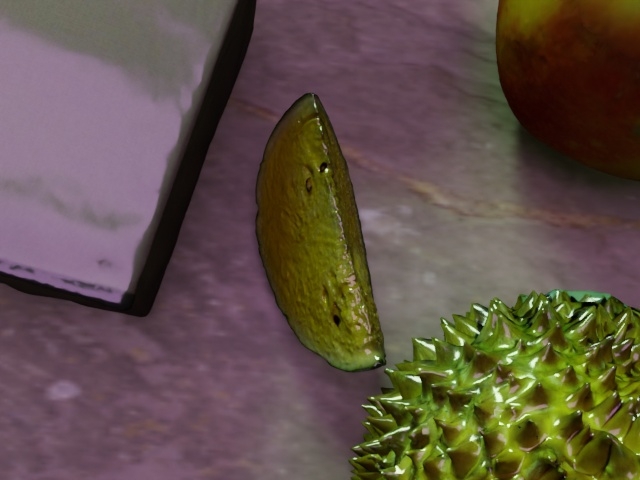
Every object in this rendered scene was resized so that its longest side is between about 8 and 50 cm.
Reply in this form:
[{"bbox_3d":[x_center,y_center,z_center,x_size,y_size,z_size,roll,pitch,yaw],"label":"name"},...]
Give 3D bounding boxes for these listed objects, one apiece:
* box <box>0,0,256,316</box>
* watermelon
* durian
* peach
[{"bbox_3d":[-0.157,-0.091,0.486,0.189,0.153,0.252,16,77,-7],"label":"box"},{"bbox_3d":[-0.009,0.003,0.519,0.075,0.092,0.181,-14,80,7],"label":"watermelon"},{"bbox_3d":[0.149,0.136,0.421,0.291,0.291,0.224,9,70,-2],"label":"durian"},{"bbox_3d":[0.228,-0.146,0.504,0.231,0.231,0.230,1,78,-4],"label":"peach"}]
